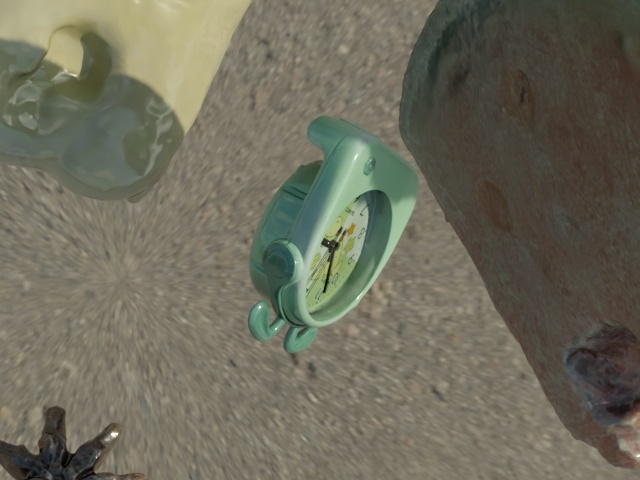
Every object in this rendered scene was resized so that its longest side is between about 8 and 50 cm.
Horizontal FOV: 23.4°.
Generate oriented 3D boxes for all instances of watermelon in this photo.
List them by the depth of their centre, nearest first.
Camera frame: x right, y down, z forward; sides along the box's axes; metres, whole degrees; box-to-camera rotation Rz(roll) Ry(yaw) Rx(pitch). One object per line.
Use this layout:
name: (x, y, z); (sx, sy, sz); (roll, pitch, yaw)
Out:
watermelon: (0.158, -0.011, 0.591); (0.148, 0.318, 0.226); (-15, 106, -18)

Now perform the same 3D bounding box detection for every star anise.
star anise: (-0.188, 0.177, 1.113); (0.141, 0.042, 0.141); (5, 60, -9)

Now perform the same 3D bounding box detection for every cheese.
cheese: (-0.127, -0.180, 0.869); (0.173, 0.248, 0.251); (23, 103, -31)

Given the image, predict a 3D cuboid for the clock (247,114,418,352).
clock: (0.001, 0.001, 1.243); (0.060, 0.148, 0.189); (28, 86, 26)
